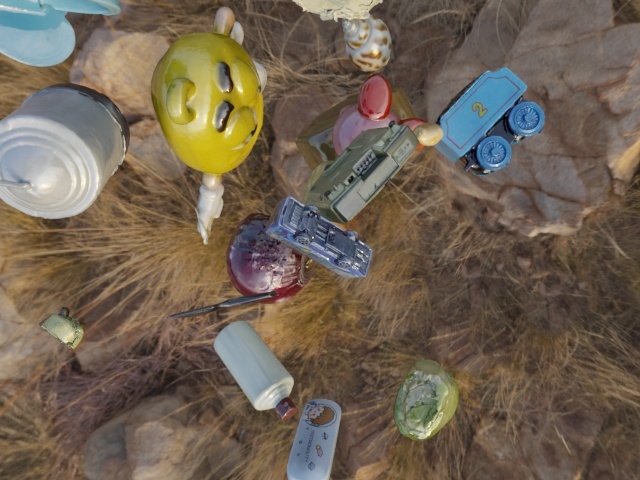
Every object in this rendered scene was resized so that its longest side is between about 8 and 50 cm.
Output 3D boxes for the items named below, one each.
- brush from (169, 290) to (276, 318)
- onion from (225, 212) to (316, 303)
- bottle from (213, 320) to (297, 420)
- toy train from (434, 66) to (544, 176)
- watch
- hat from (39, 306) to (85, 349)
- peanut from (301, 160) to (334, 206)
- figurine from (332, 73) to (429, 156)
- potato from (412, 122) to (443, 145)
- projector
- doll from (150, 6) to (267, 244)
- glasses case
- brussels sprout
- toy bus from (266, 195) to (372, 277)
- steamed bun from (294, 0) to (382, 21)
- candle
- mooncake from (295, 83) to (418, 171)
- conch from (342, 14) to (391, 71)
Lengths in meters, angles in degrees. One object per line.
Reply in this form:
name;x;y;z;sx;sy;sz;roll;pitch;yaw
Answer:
brush;-0.168;0.113;0.818;0.194;0.063;0.016;-16;87;13
onion;-0.164;0.082;1.529;0.282;0.336;0.260;14;70;7
bottle;-0.138;0.295;1.048;0.245;0.104;0.104;43;104;32
toy train;0.513;-0.358;1.469;0.265;0.188;0.300;44;94;3
watch;-0.313;-0.292;0.479;0.193;0.211;0.210;22;99;44
hat;-0.511;0.176;0.942;0.076;0.059;0.077;6;136;51
peanut;0.015;-0.152;1.544;0.147;0.305;0.146;9;129;11
figurine;0.150;-0.323;1.451;0.270;0.261;0.211;41;67;-19
potato;0.274;-0.275;1.206;0.068;0.083;0.062;13;97;46
projector;0.083;-0.162;1.091;0.269;0.194;0.088;-48;114;-13
doll;-0.172;-0.204;0.785;0.161;0.422;0.347;7;136;-5
glasses case;-0.008;0.337;0.792;0.068;0.178;0.045;6;114;9
brussels sprout;0.233;0.349;1.044;0.131;0.146;0.183;28;103;36
toy bus;-0.002;0.003;0.954;0.094;0.237;0.079;-24;43;47
steamed bun;0.066;-0.812;1.367;0.334;0.311;0.232;-22;64;-25
candle;-0.523;-0.173;0.938;0.222;0.342;0.221;-4;124;-6
mooncake;0.147;-0.408;1.830;0.468;0.467;0.262;-22;115;18
conch;0.154;-0.681;1.616;0.183;0.275;0.148;26;74;33
